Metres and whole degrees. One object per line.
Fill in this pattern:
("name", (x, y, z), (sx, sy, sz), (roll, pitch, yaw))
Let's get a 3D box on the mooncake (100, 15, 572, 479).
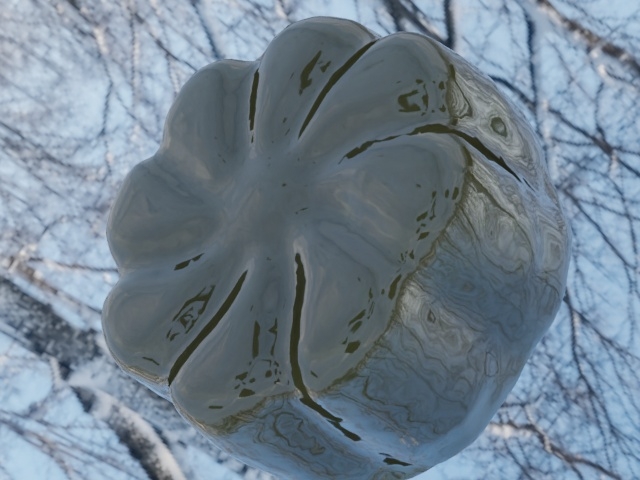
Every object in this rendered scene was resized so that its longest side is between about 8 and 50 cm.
("mooncake", (0.000, 0.000, 0.824), (0.378, 0.200, 0.379), (-17, -119, 33))
